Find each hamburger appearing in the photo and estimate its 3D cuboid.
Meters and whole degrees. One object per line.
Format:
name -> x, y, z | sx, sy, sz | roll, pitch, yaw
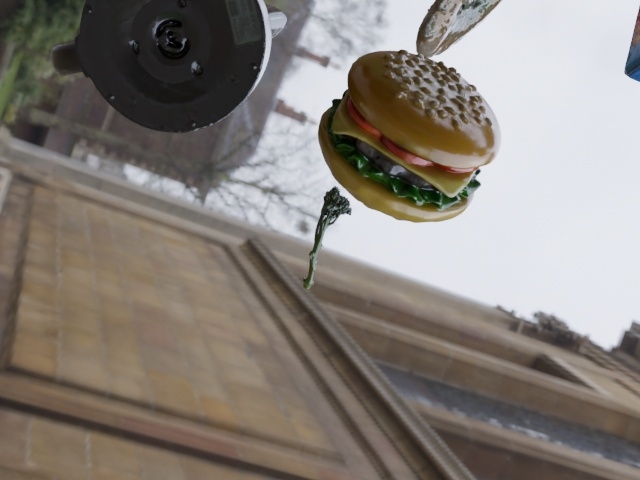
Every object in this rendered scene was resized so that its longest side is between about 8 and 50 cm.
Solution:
hamburger -> 0.078, -0.092, 0.858 | 0.162, 0.162, 0.115 | -93, -152, -49

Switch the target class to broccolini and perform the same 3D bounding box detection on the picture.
broccolini -> -0.003, 0.001, 1.665 | 0.052, 0.054, 0.194 | -20, 137, -59

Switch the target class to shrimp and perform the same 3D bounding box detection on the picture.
shrimp -> 0.258, -0.412, 1.542 | 0.317, 0.077, 0.168 | -51, 168, 20

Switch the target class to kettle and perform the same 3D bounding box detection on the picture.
kettle -> -0.132, -0.170, 0.865 | 0.232, 0.202, 0.144 | -84, 158, -78

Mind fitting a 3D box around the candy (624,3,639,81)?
candy -> 0.412, -0.278, 0.960 | 0.100, 0.157, 0.306 | 137, -28, -70
